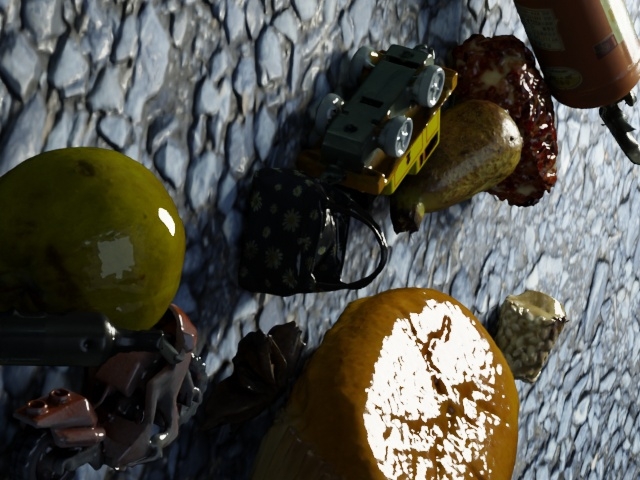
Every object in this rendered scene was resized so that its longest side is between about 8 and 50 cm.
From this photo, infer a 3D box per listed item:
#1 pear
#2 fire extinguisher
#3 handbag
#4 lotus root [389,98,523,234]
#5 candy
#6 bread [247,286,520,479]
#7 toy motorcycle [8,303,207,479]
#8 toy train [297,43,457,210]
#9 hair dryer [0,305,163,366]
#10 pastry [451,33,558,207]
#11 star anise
[{"bbox_3d":[-0.171,0.009,1.194,0.162,0.149,0.148,-28,123,-55],"label":"pear"},{"bbox_3d":[0.273,-0.270,1.870,0.200,0.113,0.376,-86,154,-52],"label":"fire extinguisher"},{"bbox_3d":[0.000,0.000,1.500,0.072,0.139,0.115,4,97,-53],"label":"handbag"},{"bbox_3d":[0.127,-0.076,1.740,0.191,0.108,0.094,-34,102,-36],"label":"lotus root"},{"bbox_3d":[0.246,0.117,2.033,0.095,0.085,0.110,-9,117,-66],"label":"candy"},{"bbox_3d":[0.063,0.188,1.564,0.183,0.236,0.388,-50,-171,28],"label":"bread"},{"bbox_3d":[-0.161,0.117,1.318,0.212,0.084,0.118,-26,130,-49],"label":"toy motorcycle"},{"bbox_3d":[0.058,-0.103,1.624,0.219,0.089,0.127,-55,153,-38],"label":"toy train"},{"bbox_3d":[-0.216,0.037,1.090,0.248,0.078,0.195,3,99,-25],"label":"hair dryer"},{"bbox_3d":[0.205,-0.135,1.869,0.115,0.097,0.208,-66,148,-42],"label":"pastry"},{"bbox_3d":[-0.054,0.122,1.538,0.124,0.056,0.129,-59,163,14],"label":"star anise"}]
